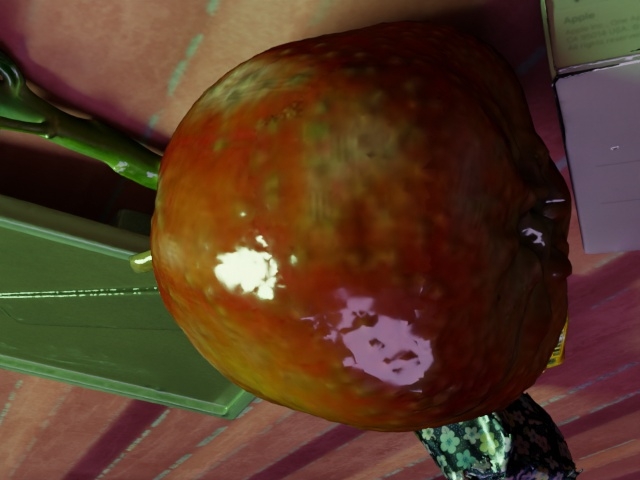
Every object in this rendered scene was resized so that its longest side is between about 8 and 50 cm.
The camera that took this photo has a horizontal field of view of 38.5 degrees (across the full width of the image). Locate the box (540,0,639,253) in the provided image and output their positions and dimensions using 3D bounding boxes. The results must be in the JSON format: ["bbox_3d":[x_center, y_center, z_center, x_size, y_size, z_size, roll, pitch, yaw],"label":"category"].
[{"bbox_3d":[0.263,-0.093,0.608,0.203,0.106,0.251,-10,150,16],"label":"box"}]

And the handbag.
[{"bbox_3d":[0.192,0.215,1.101,0.127,0.228,0.208,-49,133,11],"label":"handbag"}]

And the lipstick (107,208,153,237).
[{"bbox_3d":[-0.235,0.067,0.953,0.068,0.066,0.317,17,148,-24],"label":"lipstick"}]

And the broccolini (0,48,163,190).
[{"bbox_3d":[-0.176,-0.069,0.680,0.392,0.073,0.079,24,151,-37],"label":"broccolini"}]

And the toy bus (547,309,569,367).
[{"bbox_3d":[0.236,0.100,1.021,0.074,0.069,0.162,-6,151,7],"label":"toy bus"}]

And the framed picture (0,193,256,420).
[{"bbox_3d":[-0.240,0.063,0.853,0.446,0.028,0.326,17,147,-17],"label":"framed picture"}]

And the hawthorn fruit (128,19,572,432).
[{"bbox_3d":[0.000,0.000,0.626,0.330,0.287,0.287,-6,153,29],"label":"hawthorn fruit"}]
